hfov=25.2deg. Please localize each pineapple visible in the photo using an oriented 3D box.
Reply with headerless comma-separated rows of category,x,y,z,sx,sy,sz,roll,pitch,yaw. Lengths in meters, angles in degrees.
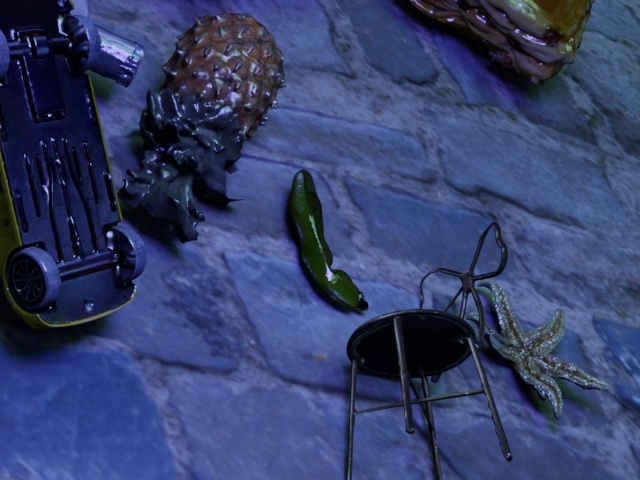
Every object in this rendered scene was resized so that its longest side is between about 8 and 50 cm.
pineapple,-0.135,-0.126,1.672,0.170,0.141,0.310,48,42,-29

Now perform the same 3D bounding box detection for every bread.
bread,0.256,-0.397,2.168,0.324,0.167,0.277,41,39,-11

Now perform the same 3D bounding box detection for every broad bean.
broad bean,-0.004,0.002,1.707,0.061,0.046,0.195,0,58,-51

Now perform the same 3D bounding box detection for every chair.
chair,0.112,0.122,1.606,0.170,0.160,0.326,17,49,-24

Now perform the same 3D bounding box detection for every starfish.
starfish,0.269,0.125,1.787,0.208,0.053,0.176,47,42,12

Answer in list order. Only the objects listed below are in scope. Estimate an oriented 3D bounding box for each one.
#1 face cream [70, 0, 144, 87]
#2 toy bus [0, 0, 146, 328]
face cream,-0.341,-0.259,1.624,0.291,0.144,0.071,23,35,-15
toy bus,-0.294,-0.078,1.436,0.145,0.151,0.331,-17,98,-51
